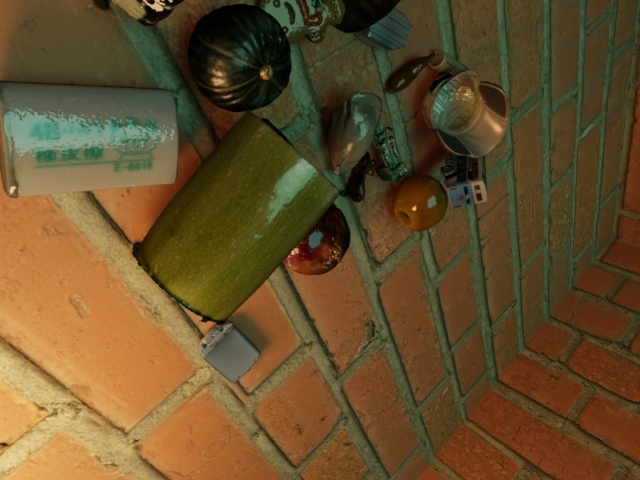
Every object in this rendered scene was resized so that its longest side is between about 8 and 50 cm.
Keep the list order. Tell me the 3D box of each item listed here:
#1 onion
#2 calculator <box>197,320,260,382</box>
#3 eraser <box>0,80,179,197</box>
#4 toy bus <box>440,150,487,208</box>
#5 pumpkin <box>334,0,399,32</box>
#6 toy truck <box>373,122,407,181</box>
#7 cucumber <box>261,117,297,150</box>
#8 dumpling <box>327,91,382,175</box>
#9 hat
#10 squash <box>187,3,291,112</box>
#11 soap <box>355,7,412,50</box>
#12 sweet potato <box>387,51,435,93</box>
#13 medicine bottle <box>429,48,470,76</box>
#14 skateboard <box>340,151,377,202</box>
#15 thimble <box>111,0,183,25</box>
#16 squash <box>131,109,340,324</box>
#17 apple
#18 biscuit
[{"bbox_3d":[0.000,0.000,1.242,0.230,0.163,0.229,-11,110,-31],"label":"onion"},{"bbox_3d":[-0.245,0.308,1.251,0.121,0.039,0.210,-45,133,-15],"label":"calculator"},{"bbox_3d":[-0.413,-0.185,0.830,0.290,0.104,0.189,-12,113,-38],"label":"eraser"},{"bbox_3d":[0.464,-0.242,1.477,0.106,0.131,0.297,60,33,-40],"label":"toy bus"},{"bbox_3d":[0.123,-0.659,1.059,0.169,0.148,0.312,22,92,-47],"label":"pumpkin"},{"bbox_3d":[0.188,-0.260,1.363,0.067,0.081,0.175,-37,111,-25],"label":"toy truck"},{"bbox_3d":[-0.095,-0.196,1.129,0.115,0.086,0.193,-59,142,-7],"label":"cucumber"},{"bbox_3d":[0.095,-0.288,1.216,0.173,0.142,0.247,-23,146,-36],"label":"dumpling"},{"bbox_3d":[0.440,-0.386,1.402,0.232,0.275,0.161,-47,178,17],"label":"hat"},{"bbox_3d":[-0.160,-0.363,0.921,0.218,0.173,0.218,-25,126,-40],"label":"squash"},{"bbox_3d":[0.170,-0.561,1.206,0.149,0.056,0.100,5,108,-42],"label":"soap"},{"bbox_3d":[0.262,-0.489,1.320,0.195,0.056,0.056,-43,133,-7],"label":"sweet potato"},{"bbox_3d":[0.431,-0.534,1.449,0.231,0.059,0.059,7,104,-43],"label":"medicine bottle"},{"bbox_3d":[0.121,-0.186,1.339,0.080,0.067,0.151,8,100,-53],"label":"skateboard"},{"bbox_3d":[-0.280,-0.473,0.739,0.150,0.237,0.237,36,84,-40],"label":"thimble"},{"bbox_3d":[-0.173,-0.041,0.952,0.384,0.263,0.263,-49,135,3],"label":"squash"},{"bbox_3d":[0.316,-0.117,1.462,0.155,0.182,0.182,-39,131,-9],"label":"apple"},{"bbox_3d":[-0.047,-0.518,1.020,0.226,0.036,0.165,-26,123,-16],"label":"biscuit"}]
